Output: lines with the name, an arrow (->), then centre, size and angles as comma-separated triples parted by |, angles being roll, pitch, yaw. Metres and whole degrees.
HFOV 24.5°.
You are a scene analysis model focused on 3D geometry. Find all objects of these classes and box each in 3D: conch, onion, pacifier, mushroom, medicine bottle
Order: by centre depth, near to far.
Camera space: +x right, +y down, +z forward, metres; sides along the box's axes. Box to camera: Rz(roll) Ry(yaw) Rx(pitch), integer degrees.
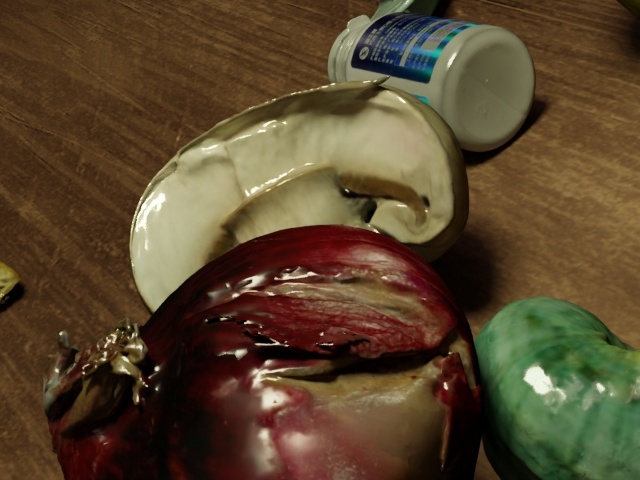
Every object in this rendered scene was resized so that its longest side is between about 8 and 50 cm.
onion -> -0.047, 0.133, 0.794 | 0.314, 0.232, 0.314 | -57, 20, 34
conch -> 0.168, 0.096, 0.823 | 0.175, 0.122, 0.188 | -1, 5, -38
mushroom -> 0.000, 0.000, 1.092 | 0.253, 0.195, 0.189 | -26, -5, 13
medicine bottle -> 0.091, -0.144, 1.296 | 0.107, 0.107, 0.191 | -38, 30, -20
pacifier -> 0.067, -0.269, 1.521 | 0.127, 0.116, 0.150 | -35, 19, 48

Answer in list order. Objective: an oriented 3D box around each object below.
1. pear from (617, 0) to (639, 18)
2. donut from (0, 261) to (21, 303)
pear -> 0.344, -0.289, 1.187 | 0.321, 0.269, 0.269 | -9, 28, -5
donut -> -0.425, 0.062, 1.411 | 0.259, 0.101, 0.152 | -35, 24, -7
